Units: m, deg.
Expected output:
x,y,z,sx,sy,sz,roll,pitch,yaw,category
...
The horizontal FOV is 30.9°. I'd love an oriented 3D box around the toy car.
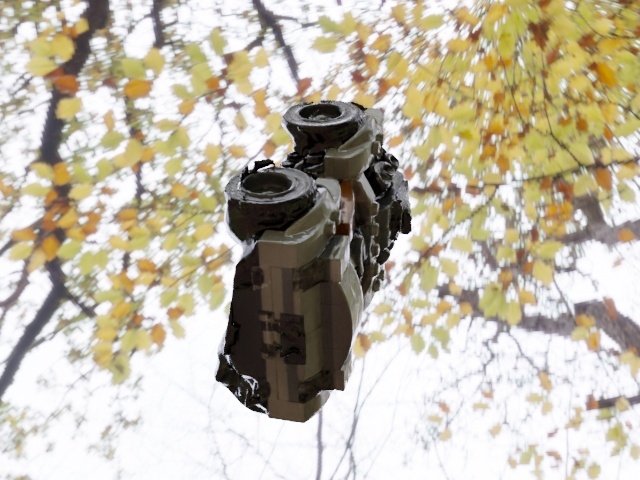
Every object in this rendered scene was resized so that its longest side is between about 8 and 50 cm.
x,y,z,sx,sy,sz,roll,pitch,yaw,category
0.002,0.000,0.932,0.118,0.301,0.193,7,-62,17,toy car
